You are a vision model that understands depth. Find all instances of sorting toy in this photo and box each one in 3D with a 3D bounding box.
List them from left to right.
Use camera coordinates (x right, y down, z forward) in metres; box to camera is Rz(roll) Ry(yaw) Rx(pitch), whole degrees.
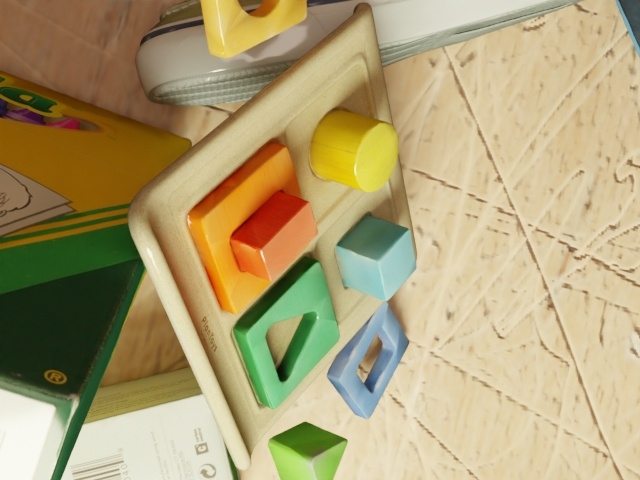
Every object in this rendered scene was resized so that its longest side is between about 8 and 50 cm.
[{"bbox_3d":[0.000,0.000,0.483,0.196,0.047,0.347,-49,140,-33],"label":"sorting toy"}]

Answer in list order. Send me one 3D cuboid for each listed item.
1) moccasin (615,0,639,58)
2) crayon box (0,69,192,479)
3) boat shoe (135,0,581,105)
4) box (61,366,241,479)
[{"bbox_3d":[0.248,-0.169,0.580,0.138,0.117,0.342,-42,98,-2],"label":"moccasin"},{"bbox_3d":[-0.261,-0.026,0.427,0.363,0.313,0.106,20,111,-9],"label":"crayon box"},{"bbox_3d":[0.030,-0.157,0.569,0.302,0.109,0.094,-17,91,-14],"label":"boat shoe"},{"bbox_3d":[-0.104,0.141,0.578,0.102,0.087,0.101,-13,96,-6],"label":"box"}]
